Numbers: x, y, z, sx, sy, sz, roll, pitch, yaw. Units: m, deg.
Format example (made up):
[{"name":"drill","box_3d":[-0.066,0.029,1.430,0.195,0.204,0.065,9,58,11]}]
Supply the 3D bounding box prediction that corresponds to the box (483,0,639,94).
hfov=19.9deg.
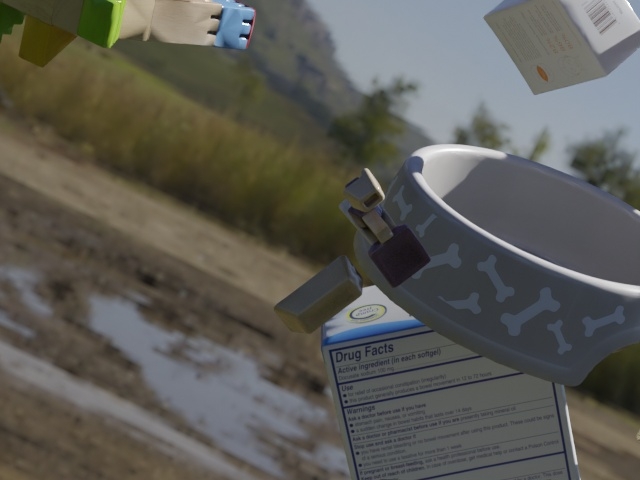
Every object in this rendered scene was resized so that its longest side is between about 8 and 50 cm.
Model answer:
[{"name":"box","box_3d":[0.314,-0.274,2.341,0.130,0.091,0.170,55,-23,-13]}]

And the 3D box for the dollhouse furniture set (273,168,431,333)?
[{"name":"dollhouse furniture set","box_3d":[0.000,0.000,1.320,0.091,0.114,0.081,53,0,-40]}]

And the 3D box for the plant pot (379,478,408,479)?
[{"name":"plant pot","box_3d":[0.095,0.286,1.760,0.109,0.096,0.109,-4,-24,37]}]

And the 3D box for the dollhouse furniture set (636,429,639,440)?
[{"name":"dollhouse furniture set","box_3d":[0.442,0.253,2.091,0.161,0.101,0.182,31,-16,10]}]

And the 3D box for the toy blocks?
[{"name":"toy blocks","box_3d":[-0.245,-0.306,2.068,0.261,0.191,0.381,-1,21,-45]}]

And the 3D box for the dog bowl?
[{"name":"dog bowl","box_3d":[0.211,0.016,1.804,0.349,0.102,0.349,19,22,-8]}]

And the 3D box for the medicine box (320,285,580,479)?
[{"name":"medicine box","box_3d":[0.155,0.195,2.151,0.263,0.289,0.149,-11,21,3]}]
